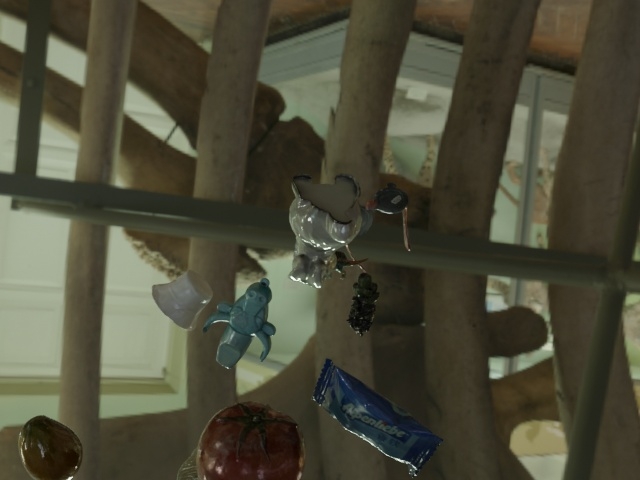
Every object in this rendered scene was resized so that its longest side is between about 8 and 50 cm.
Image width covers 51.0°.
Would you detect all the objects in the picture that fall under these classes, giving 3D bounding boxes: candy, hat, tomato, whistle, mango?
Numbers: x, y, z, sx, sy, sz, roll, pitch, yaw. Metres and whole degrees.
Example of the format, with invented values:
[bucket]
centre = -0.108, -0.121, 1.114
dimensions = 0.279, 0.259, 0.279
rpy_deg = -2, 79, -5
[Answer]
[candy]
centre = 0.125, 0.432, 1.628
dimensions = 0.331, 0.187, 0.077
rpy_deg = 31, -137, 11
[hat]
centre = -0.418, 0.171, 2.100
dimensions = 0.203, 0.126, 0.203
rpy_deg = 46, -173, -8
[tomato]
centre = -0.166, 0.528, 1.606
dimensions = 0.265, 0.265, 0.265
rpy_deg = 6, 178, 0
[whistle]
centre = -0.200, 0.216, 1.765
dimensions = 0.186, 0.274, 0.093
rpy_deg = 26, -165, -1
[mango]
centre = -0.691, 0.538, 1.710
dimensions = 0.120, 0.151, 0.221
rpy_deg = -9, 145, 6

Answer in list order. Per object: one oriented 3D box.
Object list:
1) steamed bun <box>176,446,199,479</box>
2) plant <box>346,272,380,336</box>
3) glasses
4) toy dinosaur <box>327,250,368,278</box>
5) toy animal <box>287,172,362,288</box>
[steamed bun]
centre = -0.255, 0.717, 1.971
dimensions = 0.310, 0.219, 0.324
rpy_deg = -21, -168, -5
[plant]
centre = 0.110, 0.155, 1.686
dimensions = 0.087, 0.174, 0.085
rpy_deg = -7, -151, -21
[glasses]
centre = 0.171, -0.031, 2.095
dimensions = 0.234, 0.118, 0.268
rpy_deg = -31, 147, -12
[toy dinosaur]
centre = 0.051, 0.068, 2.019
dimensions = 0.187, 0.044, 0.106
rpy_deg = -25, 134, 0
[toy animal]
centre = 0.000, 0.000, 1.801
dimensions = 0.194, 0.357, 0.258
rpy_deg = 6, -138, -6
